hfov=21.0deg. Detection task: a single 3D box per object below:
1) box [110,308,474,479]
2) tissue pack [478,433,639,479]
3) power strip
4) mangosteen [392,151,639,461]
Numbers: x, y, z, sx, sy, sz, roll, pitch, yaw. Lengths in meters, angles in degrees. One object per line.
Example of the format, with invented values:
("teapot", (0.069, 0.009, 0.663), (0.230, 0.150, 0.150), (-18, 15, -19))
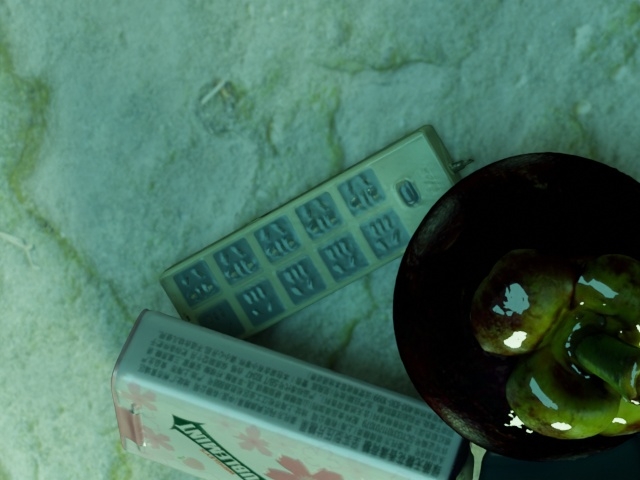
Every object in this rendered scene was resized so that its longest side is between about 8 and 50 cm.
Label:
("box", (-0.023, 0.199, 1.772), (0.369, 0.112, 0.190), (17, 151, 8))
("tissue pack", (0.248, 0.314, 1.673), (0.198, 0.287, 0.206), (-13, 109, 16))
("power strip", (0.000, 0.000, 1.781), (0.367, 0.043, 0.106), (-29, 97, 20))
("mangosteen", (0.202, 0.062, 1.602), (0.296, 0.313, 0.297), (-1, 89, 27))
